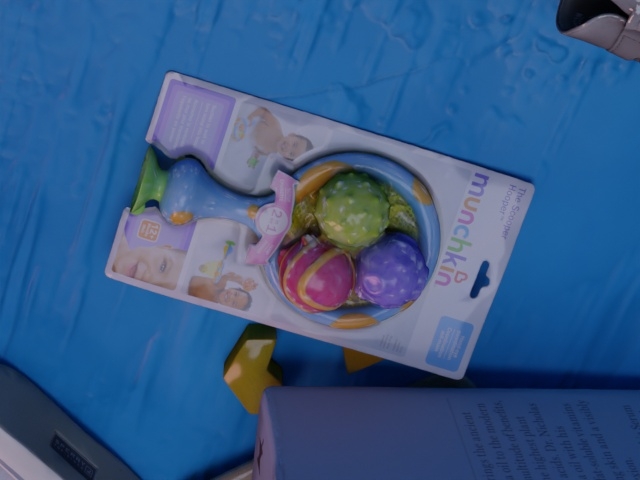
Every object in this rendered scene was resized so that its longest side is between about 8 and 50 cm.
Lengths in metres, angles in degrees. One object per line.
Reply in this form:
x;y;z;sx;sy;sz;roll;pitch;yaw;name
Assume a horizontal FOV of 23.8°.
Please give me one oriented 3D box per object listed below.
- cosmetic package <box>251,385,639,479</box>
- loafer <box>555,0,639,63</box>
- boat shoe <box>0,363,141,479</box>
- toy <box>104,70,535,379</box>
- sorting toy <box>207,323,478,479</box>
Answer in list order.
0.190;0.216;0.935;0.453;0.230;0.162;2;118;-9;cosmetic package
0.179;-0.144;0.824;0.111;0.112;0.319;-36;108;23;loafer
-0.178;0.180;1.022;0.081;0.079;0.227;-32;111;23;boat shoe
0.000;0.000;0.916;0.237;0.056;0.137;18;106;-6;toy
0.022;0.177;1.040;0.229;0.041;0.307;-24;118;12;sorting toy
